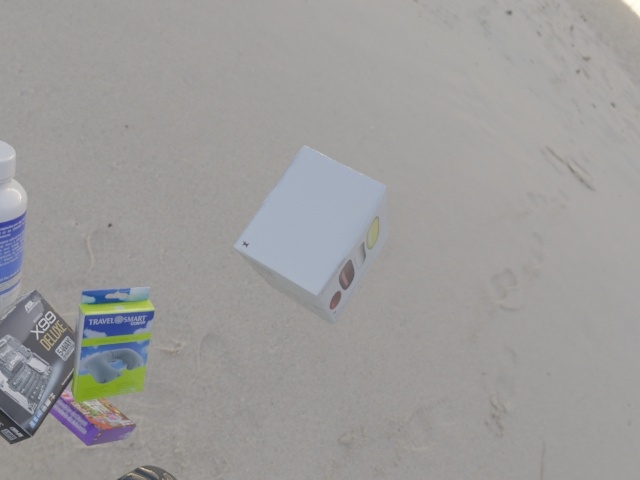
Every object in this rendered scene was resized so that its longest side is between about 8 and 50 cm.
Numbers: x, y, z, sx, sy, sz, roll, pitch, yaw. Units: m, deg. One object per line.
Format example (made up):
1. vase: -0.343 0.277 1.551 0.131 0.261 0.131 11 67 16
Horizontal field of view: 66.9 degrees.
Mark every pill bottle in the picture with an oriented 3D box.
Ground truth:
1. pill bottle: -0.562 -0.025 0.780 0.152 0.272 0.152 17 23 -8

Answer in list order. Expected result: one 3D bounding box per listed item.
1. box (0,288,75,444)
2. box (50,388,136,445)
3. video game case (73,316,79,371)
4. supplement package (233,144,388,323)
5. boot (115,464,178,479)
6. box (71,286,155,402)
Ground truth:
1. box: -0.756 0.310 1.234 0.243 0.076 0.307 61 16 -23
2. box: -0.715 0.545 1.511 0.200 0.293 0.057 34 75 10
3. video game case: -0.473 0.222 0.945 0.011 0.087 0.122 3 57 -30
4. supplement package: 0.000 0.000 0.779 0.149 0.194 0.203 29 -13 18
5. boot: -0.374 0.512 0.554 0.146 0.445 0.367 48 15 -17
6. box: -0.331 0.165 0.775 0.108 0.179 0.042 0 21 -37
